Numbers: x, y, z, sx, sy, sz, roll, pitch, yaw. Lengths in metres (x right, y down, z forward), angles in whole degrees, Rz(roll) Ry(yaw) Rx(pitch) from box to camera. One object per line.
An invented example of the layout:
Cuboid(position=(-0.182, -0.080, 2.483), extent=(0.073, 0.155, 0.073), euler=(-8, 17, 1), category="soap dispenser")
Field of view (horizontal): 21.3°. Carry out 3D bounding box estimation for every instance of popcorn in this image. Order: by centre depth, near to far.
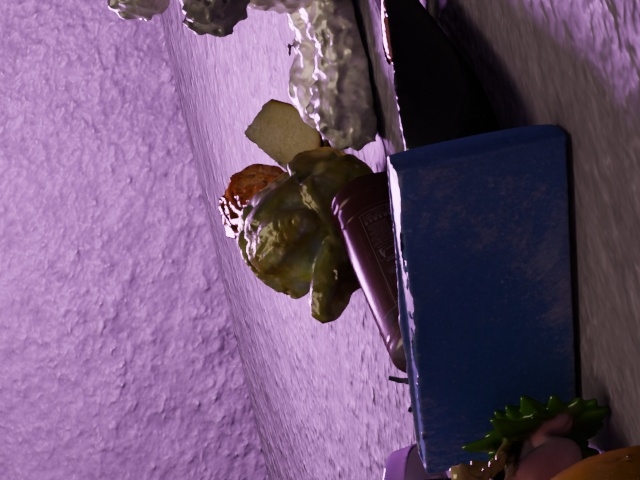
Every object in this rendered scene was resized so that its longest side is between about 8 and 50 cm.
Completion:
Cuboid(position=(0.000, 0.000, 1.952), extent=(0.198, 0.198, 0.212), euler=(89, 157, -51), category="popcorn")

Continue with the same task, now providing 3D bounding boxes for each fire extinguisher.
Cuboid(position=(0.089, 0.058, 1.773), extent=(0.105, 0.105, 0.269), euler=(90, 162, -54), category="fire extinguisher")

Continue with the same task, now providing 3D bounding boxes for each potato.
Cuboid(position=(-0.010, -0.111, 2.230), extent=(0.149, 0.081, 0.120), euler=(42, -176, 36), category="potato")

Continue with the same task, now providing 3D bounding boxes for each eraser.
Cuboid(position=(0.138, 0.053, 1.410), extent=(0.042, 0.144, 0.311), euler=(-111, 11, -56), category="eraser")

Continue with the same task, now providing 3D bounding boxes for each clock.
Cuboid(position=(0.131, 0.324, 1.929), extent=(0.172, 0.064, 0.198), euler=(15, -126, -64), category="clock")

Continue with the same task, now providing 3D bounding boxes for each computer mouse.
Cuboid(position=(0.113, -0.103, 1.509), extent=(0.295, 0.087, 0.168), euler=(-97, -5, -47), category="computer mouse")

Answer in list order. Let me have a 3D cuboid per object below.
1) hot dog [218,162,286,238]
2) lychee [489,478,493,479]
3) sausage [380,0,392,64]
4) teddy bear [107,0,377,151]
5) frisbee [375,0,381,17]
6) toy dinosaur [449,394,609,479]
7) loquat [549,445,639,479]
Cuboid(position=(-0.045, -0.015, 2.251), extent=(0.175, 0.114, 0.259), euler=(40, -177, -19), category="hot dog")
Cuboid(position=(0.181, 0.257, 1.538), extent=(0.146, 0.114, 0.114), euler=(-98, -4, -76), category="lychee")
Cuboid(position=(0.078, -0.235, 1.613), extent=(0.186, 0.043, 0.043), euler=(87, 165, -47), category="sausage")
Cuboid(position=(-0.154, -0.265, 1.915), extent=(0.327, 0.362, 0.375), euler=(-129, 29, -68), category="teddy bear")
Cuboid(position=(0.054, -0.275, 1.761), extent=(0.187, 0.012, 0.211), euler=(-134, 31, -71), category="frisbee")
Cuboid(position=(0.190, 0.237, 1.383), extent=(0.152, 0.194, 0.177), euler=(99, 177, -46), category="toy dinosaur")
Cuboid(position=(0.211, 0.244, 1.074), extent=(0.235, 0.235, 0.235), euler=(166, 90, -79), category="loquat")
